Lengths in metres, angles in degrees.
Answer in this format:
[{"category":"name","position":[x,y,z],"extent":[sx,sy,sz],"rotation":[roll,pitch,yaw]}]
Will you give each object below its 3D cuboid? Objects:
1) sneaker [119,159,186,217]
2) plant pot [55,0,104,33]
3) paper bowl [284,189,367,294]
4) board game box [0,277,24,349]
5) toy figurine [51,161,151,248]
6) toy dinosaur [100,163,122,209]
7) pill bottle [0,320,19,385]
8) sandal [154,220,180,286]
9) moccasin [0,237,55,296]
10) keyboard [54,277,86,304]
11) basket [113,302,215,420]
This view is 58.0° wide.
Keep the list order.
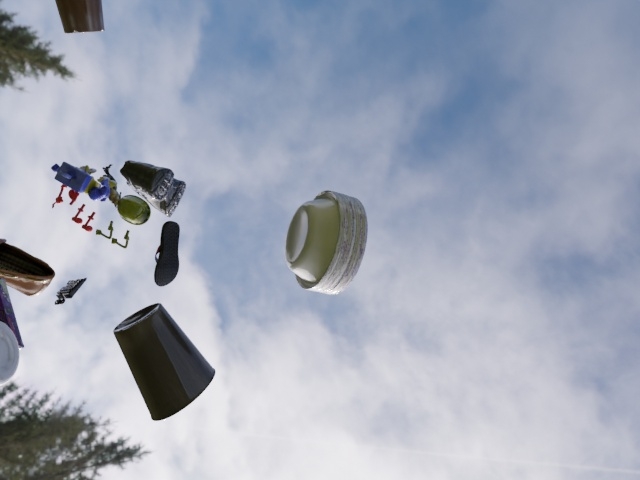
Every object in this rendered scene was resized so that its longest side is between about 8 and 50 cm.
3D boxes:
[{"category":"sneaker","position":[-0.451,-0.150,1.563],"extent":[0.130,0.286,0.109],"rotation":[24,-105,4]},{"category":"plant pot","position":[-0.772,-0.754,1.856],"extent":[0.167,0.167,0.165],"rotation":[11,-64,35]},{"category":"paper bowl","position":[0.000,0.000,1.604],"extent":[0.284,0.148,0.284],"rotation":[-45,-142,52]},{"category":"board game box","position":[-0.949,0.259,1.477],"extent":[0.347,0.056,0.208],"rotation":[-28,-115,-1]},{"category":"toy figurine","position":[-0.747,-0.144,1.827],"extent":[0.363,0.217,0.191],"rotation":[30,-100,17]},{"category":"toy dinosaur","position":[-0.758,-0.200,2.077],"extent":[0.268,0.064,0.118],"rotation":[45,-34,42]},{"category":"pill bottle","position":[-0.803,0.264,1.234],"extent":[0.264,0.146,0.146],"rotation":[-14,-108,7]},{"category":"sandal","position":[-0.415,0.035,1.556],"extent":[0.040,0.067,0.179],"rotation":[9,-89,44]},{"category":"moccasin","position":[-0.995,0.042,1.740],"extent":[0.147,0.380,0.139],"rotation":[-38,-152,32]},{"category":"keyboard","position":[-0.808,0.161,1.845],"extent":[0.180,0.023,0.108],"rotation":[-10,-137,54]},{"category":"basket","position":[-0.384,0.278,1.396],"extent":[0.154,0.204,0.226],"rotation":[-18,-74,31]}]
